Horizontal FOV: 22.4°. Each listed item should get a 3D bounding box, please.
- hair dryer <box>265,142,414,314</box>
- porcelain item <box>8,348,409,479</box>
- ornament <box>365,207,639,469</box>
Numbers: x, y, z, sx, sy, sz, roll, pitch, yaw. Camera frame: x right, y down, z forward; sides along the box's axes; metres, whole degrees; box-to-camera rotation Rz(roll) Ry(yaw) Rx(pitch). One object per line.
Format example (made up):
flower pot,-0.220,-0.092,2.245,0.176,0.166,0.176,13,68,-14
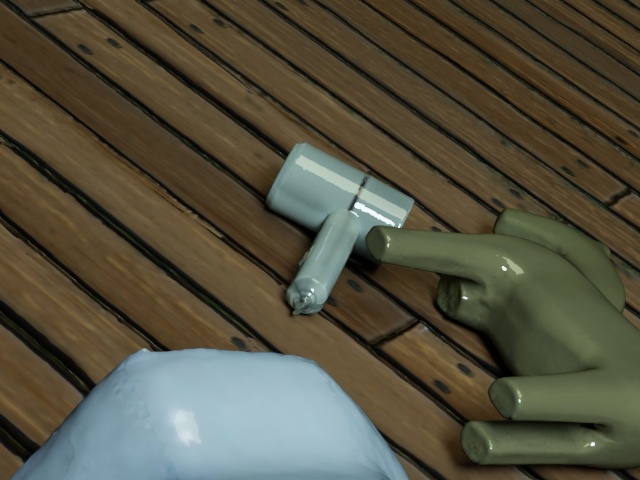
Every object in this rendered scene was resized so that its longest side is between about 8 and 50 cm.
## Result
hair dryer,0.000,0.000,0.950,0.082,0.047,0.137,27,35,0
porcelain item,0.019,0.213,0.400,0.178,0.242,0.405,28,19,-42
ornament,0.134,0.046,0.967,0.245,0.061,0.230,7,31,-40
